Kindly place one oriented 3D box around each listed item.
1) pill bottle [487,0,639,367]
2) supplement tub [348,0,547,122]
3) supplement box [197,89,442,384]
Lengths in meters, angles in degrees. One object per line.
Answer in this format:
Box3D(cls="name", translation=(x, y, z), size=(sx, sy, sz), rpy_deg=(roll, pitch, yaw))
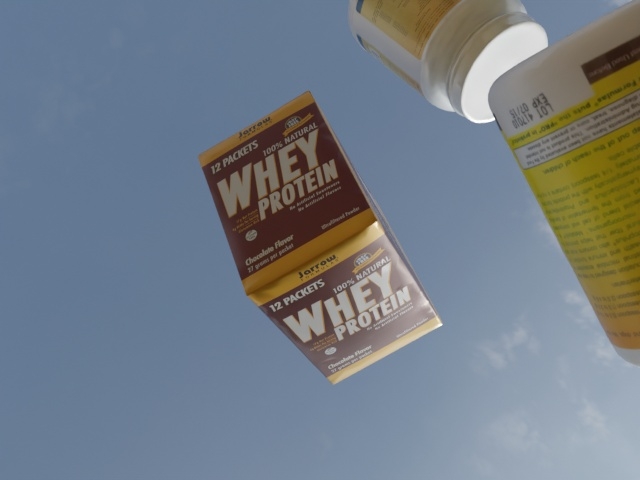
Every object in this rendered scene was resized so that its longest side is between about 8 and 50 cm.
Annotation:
Box3D(cls="pill bottle", translation=(0.185, -0.014, 0.439), size=(0.117, 0.117, 0.215), rpy_deg=(-27, -89, 2))
Box3D(cls="supplement tub", translation=(0.141, -0.236, 0.937), size=(0.144, 0.144, 0.199), rpy_deg=(-42, -125, 0))
Box3D(cls="supplement box", translation=(0.000, 0.000, 0.814), size=(0.129, 0.194, 0.191), rpy_deg=(-30, -131, 6))
